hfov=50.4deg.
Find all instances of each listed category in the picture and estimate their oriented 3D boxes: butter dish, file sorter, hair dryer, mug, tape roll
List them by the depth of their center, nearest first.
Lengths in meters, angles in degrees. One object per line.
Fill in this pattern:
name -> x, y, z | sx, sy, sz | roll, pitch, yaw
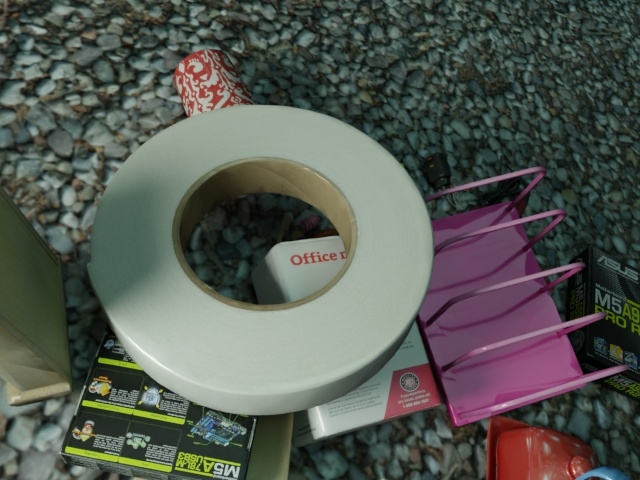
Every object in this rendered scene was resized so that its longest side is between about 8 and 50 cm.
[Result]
tape roll -> -0.065, 0.005, 0.789 | 0.392, 0.072, 0.392 | 3, 57, -5
butter dish -> 0.307, 0.308, 0.887 | 0.160, 0.118, 0.160 | 20, 55, -11
file sorter -> 0.246, 0.072, 0.912 | 0.202, 0.182, 0.291 | -14, 73, -10
mug -> -0.140, -0.181, 1.011 | 0.113, 0.150, 0.169 | -29, 67, 3
hair dryer -> 0.308, -0.034, 1.122 | 0.223, 0.080, 0.293 | -1, 61, -26

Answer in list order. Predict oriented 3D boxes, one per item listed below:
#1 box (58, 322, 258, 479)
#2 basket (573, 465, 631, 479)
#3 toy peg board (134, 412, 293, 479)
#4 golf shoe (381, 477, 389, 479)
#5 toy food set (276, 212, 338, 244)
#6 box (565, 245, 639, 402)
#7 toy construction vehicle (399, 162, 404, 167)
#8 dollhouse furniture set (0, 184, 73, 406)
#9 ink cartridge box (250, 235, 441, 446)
box -> -0.158, 0.167, 0.745 | 0.190, 0.045, 0.184 | 11, 58, -1
basket -> 0.264, 0.398, 0.693 | 0.201, 0.289, 0.255 | -3, 56, -37
toy peg board -> -0.118, 0.260, 0.761 | 0.160, 0.079, 0.161 | 6, 55, -3
golf shoe -> 0.049, 0.368, 0.718 | 0.120, 0.105, 0.273 | 48, 29, 9
toy food set -> 0.000, 0.000, 0.997 | 0.122, 0.019, 0.078 | 22, 54, -11
box -> 0.533, 0.158, 1.118 | 0.270, 0.060, 0.216 | 26, 54, -8
toy construction vehicle -> 0.097, -0.097, 1.092 | 0.098, 0.035, 0.086 | 6, 58, -21
dollhouse furniture set -> -0.480, 0.079, 0.652 | 0.394, 0.256, 0.362 | -12, 64, -7
ink cartridge box -> 0.028, 0.121, 0.873 | 0.172, 0.100, 0.237 | -7, 70, -28
